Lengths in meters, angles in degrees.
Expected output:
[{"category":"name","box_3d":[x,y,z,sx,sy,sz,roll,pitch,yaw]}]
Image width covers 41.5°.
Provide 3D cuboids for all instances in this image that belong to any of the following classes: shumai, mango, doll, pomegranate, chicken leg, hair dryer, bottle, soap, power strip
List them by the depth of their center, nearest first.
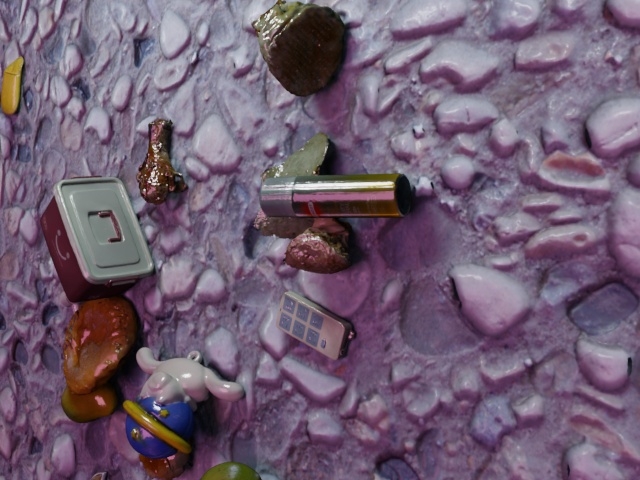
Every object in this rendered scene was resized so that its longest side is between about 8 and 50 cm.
[{"category":"bottle","box_3d":[0.024,-0.082,1.584,0.286,0.082,0.082,1,93,27]},{"category":"shumai","box_3d":[0.001,0.001,1.629,0.145,0.145,0.116,-3,73,40]},{"category":"shumai","box_3d":[-0.055,-0.377,1.652,0.142,0.184,0.184,38,118,59]},{"category":"power strip","box_3d":[-0.014,0.170,1.699,0.192,0.035,0.081,26,108,38]},{"category":"pomegranate","box_3d":[-0.166,0.544,1.772,0.179,0.210,0.179,56,163,26]},{"category":"doll","box_3d":[-0.361,0.345,1.888,0.311,0.159,0.243,29,87,40]},{"category":"chicken leg","box_3d":[-0.379,-0.179,1.976,0.125,0.080,0.196,-23,69,28]},{"category":"mango","box_3d":[-0.592,0.404,2.176,0.191,0.085,0.122,-20,66,30]},{"category":"hair dryer","box_3d":[-0.634,0.189,2.225,0.082,0.047,0.137,-18,86,39]},{"category":"soap","box_3d":[-0.883,-0.444,2.413,0.089,0.033,0.169,13,99,37]}]

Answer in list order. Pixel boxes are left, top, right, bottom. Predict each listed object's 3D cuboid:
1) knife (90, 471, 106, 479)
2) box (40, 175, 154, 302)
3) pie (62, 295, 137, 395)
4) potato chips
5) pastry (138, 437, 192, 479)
[{"category":"knife","box_3d":[-0.626,0.749,2.250,0.061,0.027,0.343,35,111,39]},{"category":"box","box_3d":[-0.552,0.003,2.058,0.167,0.193,0.294,-40,67,43]},{"category":"pie","box_3d":[-0.564,0.258,2.114,0.273,0.069,0.273,-18,58,32]},{"category":"potato chips","box_3d":[-0.048,-0.109,1.696,0.167,0.059,0.228,13,101,33]},{"category":"pastry","box_3d":[-0.368,0.486,1.982,0.153,0.081,0.153,1,91,39]}]
